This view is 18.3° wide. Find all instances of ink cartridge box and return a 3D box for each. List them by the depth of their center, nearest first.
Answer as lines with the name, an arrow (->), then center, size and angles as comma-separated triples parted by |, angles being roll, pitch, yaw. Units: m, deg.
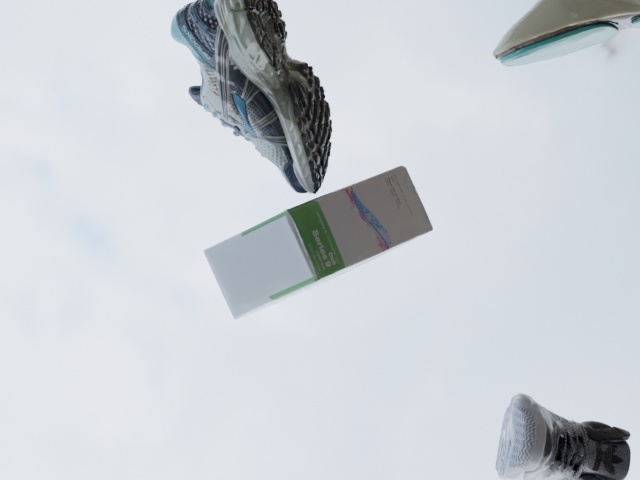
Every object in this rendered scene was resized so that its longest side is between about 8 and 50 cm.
ink cartridge box -> 0.000, 0.000, 2.268 | 0.212, 0.154, 0.093 | -25, -91, -46

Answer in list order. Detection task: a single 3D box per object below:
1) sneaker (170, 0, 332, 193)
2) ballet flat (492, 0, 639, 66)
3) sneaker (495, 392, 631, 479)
sneaker -> -0.076, -0.168, 2.242 | 0.110, 0.122, 0.283 | -72, -35, -47
ballet flat -> 0.278, -0.227, 1.865 | 0.086, 0.248, 0.086 | -12, -90, -78
sneaker -> 0.286, 0.241, 2.302 | 0.153, 0.101, 0.268 | 10, 173, 4
